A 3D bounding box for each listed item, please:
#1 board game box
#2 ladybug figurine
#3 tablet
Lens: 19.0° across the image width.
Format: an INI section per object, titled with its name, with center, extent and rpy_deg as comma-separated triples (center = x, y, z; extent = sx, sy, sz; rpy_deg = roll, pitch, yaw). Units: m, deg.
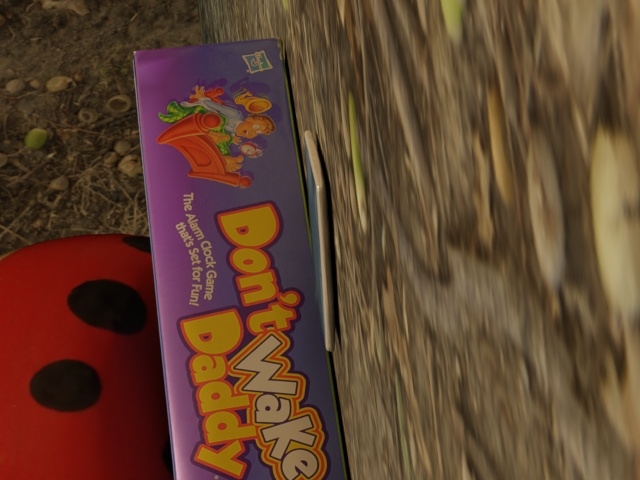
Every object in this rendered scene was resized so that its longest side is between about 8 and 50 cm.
[board game box]
center = -0.036, 0.107, 0.976
extent = 0.233, 0.078, 0.347
rpy_deg = 91, 172, -60
[ladybug figurine]
center = -0.127, 0.147, 1.190
extent = 0.305, 0.162, 0.449
rpy_deg = 38, -147, -24
[tablet]
center = 0.000, 0.000, 0.822
extent = 0.054, 0.006, 0.083
rpy_deg = -103, 9, -60
